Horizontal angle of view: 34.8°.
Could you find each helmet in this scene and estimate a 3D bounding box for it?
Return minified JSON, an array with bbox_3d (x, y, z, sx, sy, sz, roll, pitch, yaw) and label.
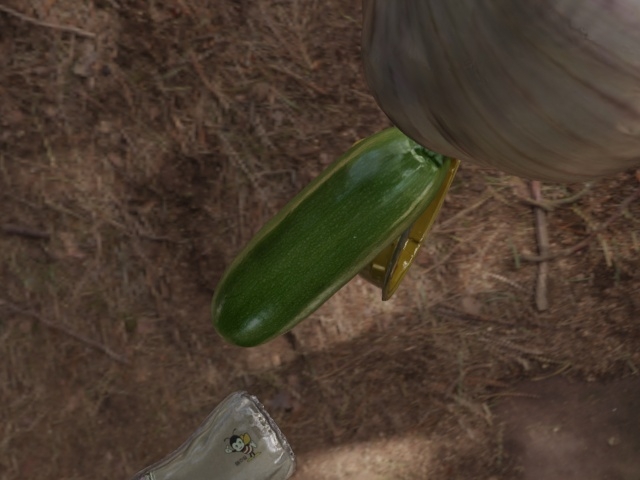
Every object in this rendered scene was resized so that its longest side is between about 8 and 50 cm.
[{"bbox_3d":[0.083,-0.060,1.315,0.140,0.205,0.257,25,112,12],"label":"helmet"}]

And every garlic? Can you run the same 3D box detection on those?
[{"bbox_3d":[0.164,-0.172,0.656,0.317,0.259,0.318,-28,55,49],"label":"garlic"}]

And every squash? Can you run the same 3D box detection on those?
[{"bbox_3d":[0.000,0.000,1.057,0.395,0.107,0.107,-41,72,34],"label":"squash"}]

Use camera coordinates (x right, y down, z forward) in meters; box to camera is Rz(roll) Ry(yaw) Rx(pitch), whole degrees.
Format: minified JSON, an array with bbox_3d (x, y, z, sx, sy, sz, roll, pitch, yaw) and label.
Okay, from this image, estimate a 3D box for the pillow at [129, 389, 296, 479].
[{"bbox_3d":[-0.138,0.297,1.277,0.232,0.038,0.131,-41,80,15],"label":"pillow"}]
